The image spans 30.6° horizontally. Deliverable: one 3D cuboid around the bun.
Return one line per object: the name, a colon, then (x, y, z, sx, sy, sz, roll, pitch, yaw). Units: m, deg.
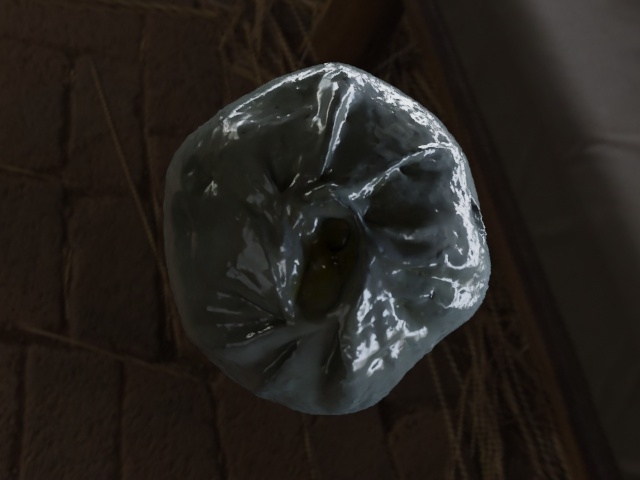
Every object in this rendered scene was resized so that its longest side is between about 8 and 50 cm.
bun: (-0.006, -0.003, 1.165, 0.354, 0.354, 0.194, 33, 7, 3)
